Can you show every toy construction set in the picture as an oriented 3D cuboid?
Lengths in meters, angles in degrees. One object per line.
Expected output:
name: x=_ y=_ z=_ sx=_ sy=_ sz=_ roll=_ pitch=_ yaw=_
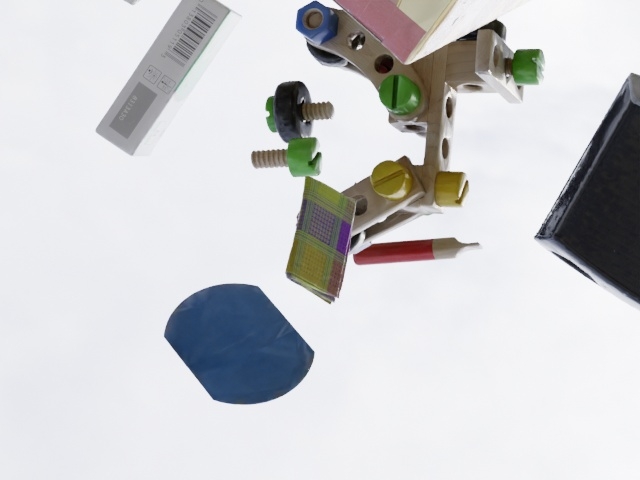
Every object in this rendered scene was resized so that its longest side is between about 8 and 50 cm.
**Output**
toy construction set: x=0.108 y=-0.088 z=1.342 sx=0.237 sy=0.309 sz=0.257 roll=-4 pitch=-127 yaw=18

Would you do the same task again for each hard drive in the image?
hard drive: x=0.313 y=-0.001 z=1.059 sx=0.255 sy=0.172 sz=0.054 roll=29 pitch=-166 yaw=3

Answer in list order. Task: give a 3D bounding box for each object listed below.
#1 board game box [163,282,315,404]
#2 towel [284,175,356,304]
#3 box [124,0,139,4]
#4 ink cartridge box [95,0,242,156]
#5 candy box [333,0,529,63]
board game box: x=-0.093 y=0.123 z=1.535 sx=0.133 sy=0.033 sz=0.168 roll=-26 pitch=-123 yaw=-28
towel: x=0.000 y=0.000 z=1.021 sx=0.060 sy=0.009 sz=0.083 roll=29 pitch=-115 yaw=-43
box: x=-0.104 y=-0.320 z=1.031 sx=0.094 sy=0.275 sz=0.113 roll=35 pitch=-142 yaw=-1
ink cartridge box: x=-0.148 y=-0.176 z=1.485 sx=0.056 sy=0.181 sz=0.225 roll=35 pitch=-173 yaw=5
candy box: x=0.075 y=-0.240 z=0.967 sx=0.183 sy=0.087 sz=0.316 roll=42 pitch=-149 yaw=8
